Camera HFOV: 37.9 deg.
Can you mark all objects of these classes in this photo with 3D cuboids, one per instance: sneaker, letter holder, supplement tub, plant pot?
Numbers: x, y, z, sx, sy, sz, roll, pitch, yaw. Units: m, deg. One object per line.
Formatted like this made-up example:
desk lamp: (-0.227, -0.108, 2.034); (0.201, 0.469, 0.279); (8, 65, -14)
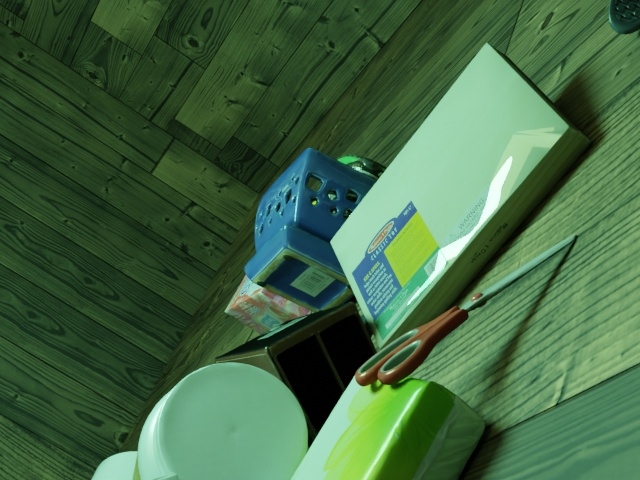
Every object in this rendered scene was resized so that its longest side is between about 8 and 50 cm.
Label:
sneaker: (0.456, -0.367, 1.304); (0.082, 0.069, 0.209); (58, -129, -66)
letter holder: (-0.018, 0.236, 1.440); (0.152, 0.214, 0.302); (-26, 0, -22)
supplement tub: (-0.144, 0.322, 1.296); (0.316, 0.228, 0.228); (113, -178, -55)
sneaker: (0.049, -0.056, 2.052); (0.343, 0.134, 0.146); (122, 167, -48)
plant pot: (0.000, 0.000, 1.784); (0.236, 0.236, 0.212); (-43, 24, 52)

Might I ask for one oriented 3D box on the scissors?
scissors: (0.165, 0.078, 1.084); (0.297, 0.021, 0.109); (-37, 5, -14)

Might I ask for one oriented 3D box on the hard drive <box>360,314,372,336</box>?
hard drive: (0.045, 0.180, 1.587); (0.135, 0.022, 0.094); (-42, 17, 53)

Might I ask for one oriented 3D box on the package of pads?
package of pads: (0.044, 0.290, 1.062); (0.296, 0.101, 0.229); (-57, 12, -9)

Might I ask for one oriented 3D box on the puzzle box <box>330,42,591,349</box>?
puzzle box: (0.182, -0.062, 1.358); (0.409, 0.052, 0.272); (-52, 34, 21)

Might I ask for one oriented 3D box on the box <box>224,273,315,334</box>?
box: (-0.083, 0.111, 2.034); (0.154, 0.142, 0.300); (-61, 11, -22)

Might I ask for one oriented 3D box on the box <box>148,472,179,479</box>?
box: (-0.187, 0.469, 1.122); (0.232, 0.058, 0.322); (-45, 60, 47)

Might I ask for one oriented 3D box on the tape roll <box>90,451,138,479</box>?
tape roll: (-0.306, 0.506, 1.593); (0.246, 0.246, 0.169); (-49, 12, 36)
